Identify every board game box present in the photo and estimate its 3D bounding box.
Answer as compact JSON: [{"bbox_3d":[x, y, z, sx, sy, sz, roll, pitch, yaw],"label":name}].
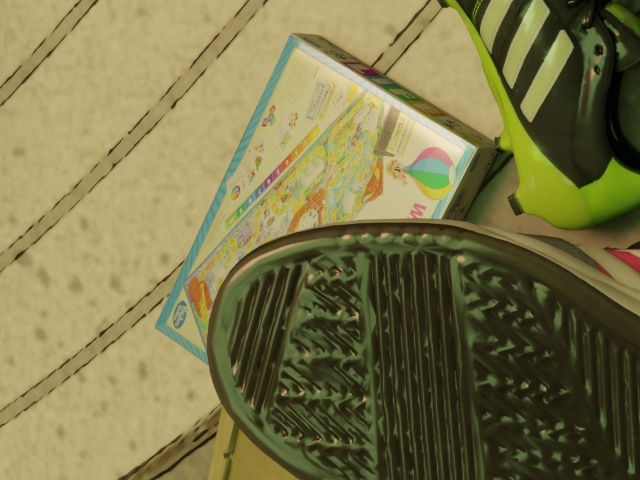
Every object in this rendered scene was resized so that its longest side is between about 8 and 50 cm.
[{"bbox_3d":[0.000,0.000,0.798,0.103,0.026,0.154,34,109,23],"label":"board game box"}]

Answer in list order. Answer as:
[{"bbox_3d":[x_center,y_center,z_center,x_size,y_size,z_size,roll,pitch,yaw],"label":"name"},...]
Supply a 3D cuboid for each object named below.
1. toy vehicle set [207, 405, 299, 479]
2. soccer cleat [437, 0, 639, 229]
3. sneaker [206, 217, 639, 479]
[{"bbox_3d":[0.062,0.168,0.738,0.267,0.035,0.166,32,130,23],"label":"toy vehicle set"},{"bbox_3d":[0.089,-0.092,0.717,0.072,0.060,0.179,-18,100,25],"label":"soccer cleat"},{"bbox_3d":[0.115,0.038,0.648,0.295,0.178,0.124,10,100,3],"label":"sneaker"}]
